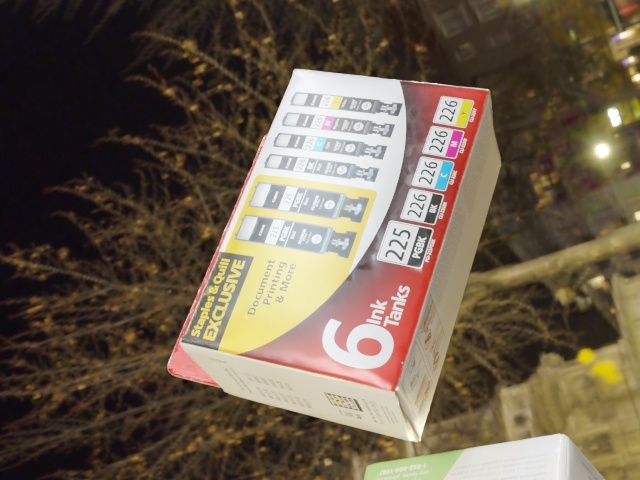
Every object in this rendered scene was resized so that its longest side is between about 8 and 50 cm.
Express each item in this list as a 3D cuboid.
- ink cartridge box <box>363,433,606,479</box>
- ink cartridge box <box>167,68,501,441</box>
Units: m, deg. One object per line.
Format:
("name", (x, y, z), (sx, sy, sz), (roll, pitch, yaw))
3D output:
("ink cartridge box", (0.115, 0.342, 0.754), (0.119, 0.207, 0.353), (49, -140, -31))
("ink cartridge box", (0.000, 0.000, 0.926), (0.130, 0.272, 0.309), (64, -139, -56))
